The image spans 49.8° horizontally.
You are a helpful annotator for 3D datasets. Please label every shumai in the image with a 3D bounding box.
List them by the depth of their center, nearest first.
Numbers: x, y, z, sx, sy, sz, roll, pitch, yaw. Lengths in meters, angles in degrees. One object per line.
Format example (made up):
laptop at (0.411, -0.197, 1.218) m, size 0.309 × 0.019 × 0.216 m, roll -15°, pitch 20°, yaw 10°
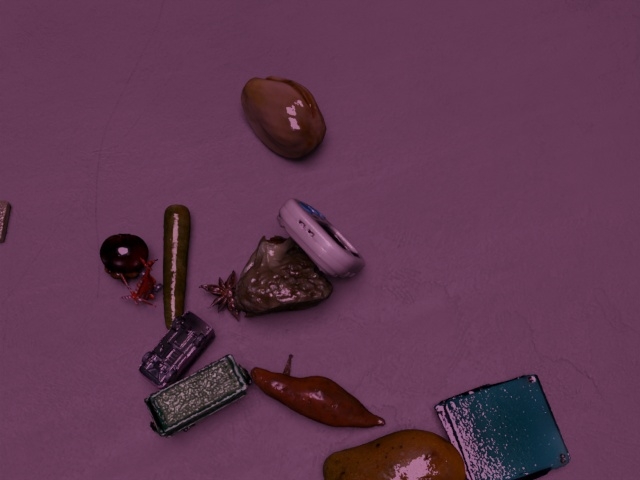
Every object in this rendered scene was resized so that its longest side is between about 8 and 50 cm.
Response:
shumai at (-0.103, 0.082, 1.779) m, size 0.256 × 0.189 × 0.218 m, roll -6°, pitch 71°, yaw -10°

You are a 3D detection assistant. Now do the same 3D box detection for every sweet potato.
sweet potato at (-0.003, 0.390, 1.700) m, size 0.359 × 0.112 × 0.112 m, roll 22°, pitch 70°, yaw -5°

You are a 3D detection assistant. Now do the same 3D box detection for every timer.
timer at (0.000, -0.001, 1.778) m, size 0.087 × 0.262 × 0.237 m, roll -45°, pitch 75°, yaw 8°

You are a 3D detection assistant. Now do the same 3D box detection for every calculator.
calculator at (0.451, 0.476, 1.707) m, size 0.274 × 0.058 × 0.248 m, roll -19°, pitch 72°, yaw -8°

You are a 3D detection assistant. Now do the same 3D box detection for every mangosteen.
mangosteen at (-0.520, 0.049, 1.828) m, size 0.140 × 0.140 × 0.140 m, roll 0°, pitch 70°, yaw -1°

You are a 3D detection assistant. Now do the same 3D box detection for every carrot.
carrot at (-0.386, 0.075, 1.839) m, size 0.074 × 0.074 × 0.358 m, roll -2°, pitch 73°, yaw -1°

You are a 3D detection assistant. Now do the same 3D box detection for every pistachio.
pistachio at (-0.103, -0.353, 1.966) m, size 0.288 × 0.197 × 0.166 m, roll 45°, pitch 32°, yaw 26°

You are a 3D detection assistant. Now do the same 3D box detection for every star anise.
star anise at (-0.245, 0.155, 1.821) m, size 0.124 × 0.056 × 0.129 m, roll -26°, pitch 82°, yaw -30°

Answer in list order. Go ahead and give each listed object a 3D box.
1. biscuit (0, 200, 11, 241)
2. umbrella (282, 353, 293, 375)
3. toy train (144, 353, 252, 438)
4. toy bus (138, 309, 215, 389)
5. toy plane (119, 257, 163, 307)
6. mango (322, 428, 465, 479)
biscuit at (-0.964, -0.056, 1.896) m, size 0.199 × 0.040 × 0.121 m, roll 2°, pitch 71°, yaw -1°
umbrella at (-0.085, 0.331, 1.772) m, size 0.020 × 0.031 × 0.083 m, roll 3°, pitch 63°, yaw 34°
toy train at (-0.299, 0.380, 1.682) m, size 0.269 × 0.154 × 0.115 m, roll -26°, pitch 70°, yaw -10°
toy bus at (-0.360, 0.282, 1.743) m, size 0.096 × 0.108 × 0.199 m, roll 33°, pitch 70°, yaw 16°
toy plane at (-0.454, 0.097, 1.767) m, size 0.126 × 0.194 × 0.077 m, roll 27°, pitch 45°, yaw 24°
mango at (0.174, 0.549, 1.624) m, size 0.330 × 0.175 × 0.176 m, roll -9°, pitch 25°, yaw -4°
